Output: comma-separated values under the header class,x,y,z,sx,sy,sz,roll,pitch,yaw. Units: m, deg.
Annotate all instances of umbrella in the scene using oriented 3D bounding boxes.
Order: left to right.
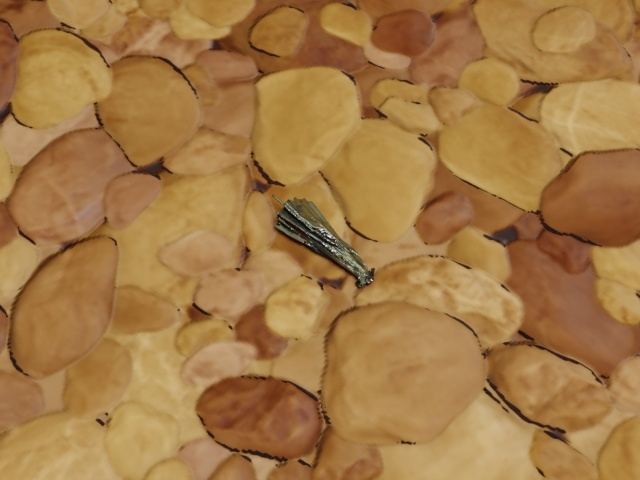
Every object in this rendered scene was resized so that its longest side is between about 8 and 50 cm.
class,x,y,z,sx,sy,sz,roll,pitch,yaw
umbrella,0.001,-0.002,0.695,0.083,0.020,0.031,37,26,21
